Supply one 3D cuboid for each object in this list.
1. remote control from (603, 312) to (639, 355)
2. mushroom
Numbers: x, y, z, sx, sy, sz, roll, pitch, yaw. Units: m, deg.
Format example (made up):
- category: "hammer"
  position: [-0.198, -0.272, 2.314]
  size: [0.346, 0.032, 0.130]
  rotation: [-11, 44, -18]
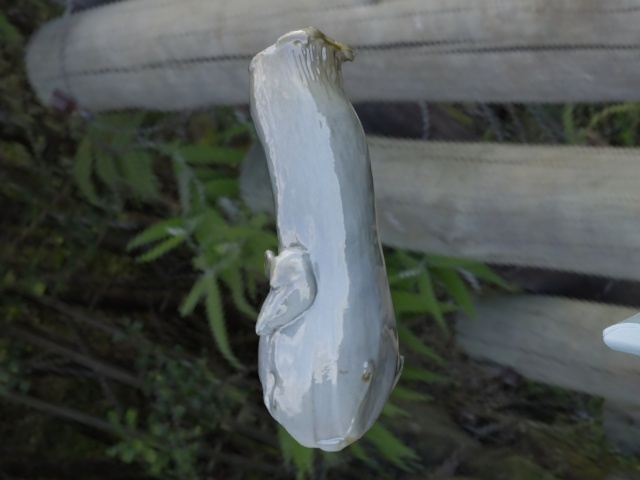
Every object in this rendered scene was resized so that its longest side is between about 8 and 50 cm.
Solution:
- category: "remote control"
  position: [0.243, 0.060, 0.785]
  size: [0.162, 0.061, 0.029]
  rotation: [12, 113, 44]
- category: "mushroom"
  position: [0.000, 0.001, 0.901]
  size: [0.096, 0.099, 0.278]
  rotation: [-125, 30, -77]
